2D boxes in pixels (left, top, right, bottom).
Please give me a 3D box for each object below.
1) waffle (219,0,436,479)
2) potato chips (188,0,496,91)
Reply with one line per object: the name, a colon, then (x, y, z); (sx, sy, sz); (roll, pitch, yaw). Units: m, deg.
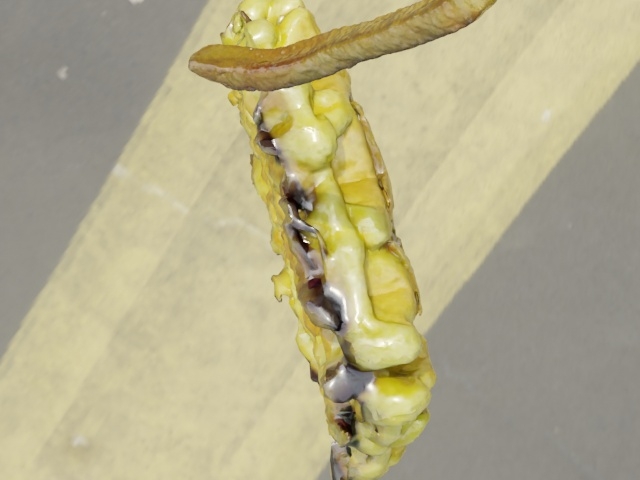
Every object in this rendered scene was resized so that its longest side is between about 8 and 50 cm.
waffle: (0.000, 0.000, 1.314); (0.095, 0.382, 0.380); (-16, 77, -7)
potato chips: (0.012, -0.101, 0.837); (0.204, 0.026, 0.037); (-7, 139, 46)
